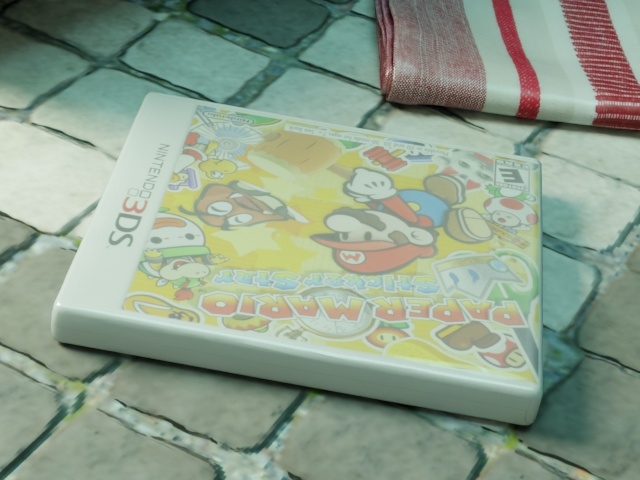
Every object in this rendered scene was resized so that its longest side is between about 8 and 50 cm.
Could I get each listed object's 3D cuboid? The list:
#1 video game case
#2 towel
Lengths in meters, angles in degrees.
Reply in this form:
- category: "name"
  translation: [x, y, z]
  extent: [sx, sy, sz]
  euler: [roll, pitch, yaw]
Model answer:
- category: "video game case"
  translation: [0.000, 0.000, 0.771]
  extent: [0.227, 0.026, 0.206]
  euler: [10, 35, 1]
- category: "towel"
  translation: [0.198, -0.143, 1.013]
  extent: [0.329, 0.037, 0.237]
  euler: [6, 36, -6]
